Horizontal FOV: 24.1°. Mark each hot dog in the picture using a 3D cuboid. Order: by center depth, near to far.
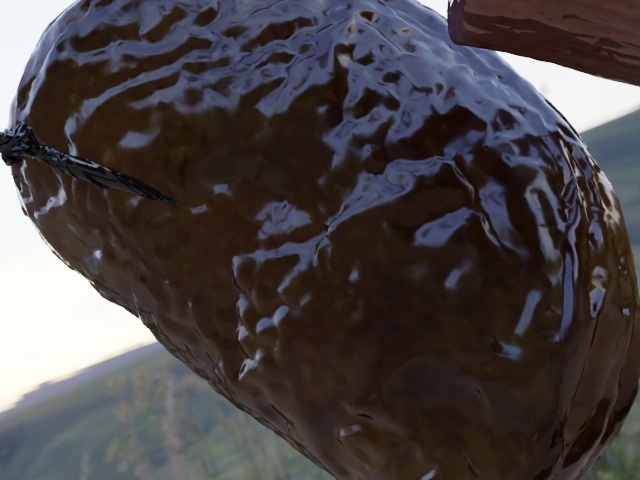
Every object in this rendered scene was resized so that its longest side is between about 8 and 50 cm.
[{"bbox_3d":[0.000,0.000,0.835,0.174,0.387,0.267,-33,-25,-52],"label":"hot dog"}]

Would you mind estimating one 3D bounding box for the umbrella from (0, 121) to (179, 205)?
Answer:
[{"bbox_3d":[-0.123,-0.038,0.711,0.022,0.022,0.148,29,6,39],"label":"umbrella"}]

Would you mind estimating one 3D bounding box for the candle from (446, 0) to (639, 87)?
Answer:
[{"bbox_3d":[0.120,-0.229,0.575,0.131,0.287,0.317,13,-17,1],"label":"candle"}]
